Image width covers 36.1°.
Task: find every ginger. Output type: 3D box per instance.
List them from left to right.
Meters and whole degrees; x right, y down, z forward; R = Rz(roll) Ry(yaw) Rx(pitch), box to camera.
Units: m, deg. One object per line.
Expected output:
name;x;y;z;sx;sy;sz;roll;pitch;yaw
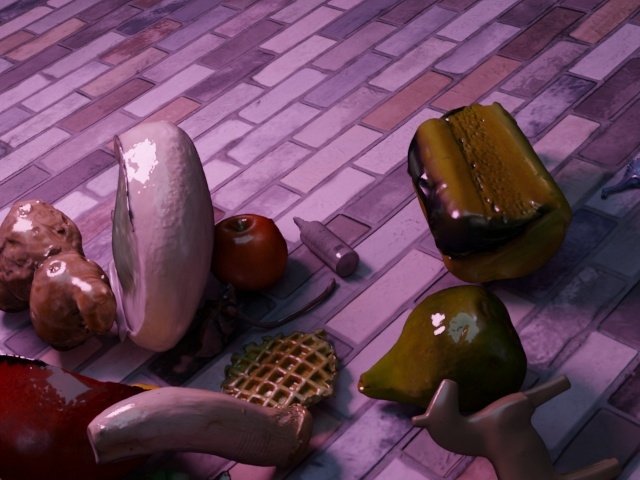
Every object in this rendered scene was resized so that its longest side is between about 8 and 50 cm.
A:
ginger;-0.500;0.080;1.844;0.176;0.256;0.375;-7;29;-45

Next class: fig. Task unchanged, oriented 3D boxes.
fig;0.185;0.198;1.566;0.275;0.206;0.206;-30;34;20

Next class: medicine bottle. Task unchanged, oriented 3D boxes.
medicine bottle;0.000;0.000;1.932;0.057;0.058;0.199;-30;41;-19

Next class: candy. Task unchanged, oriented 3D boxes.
candy;-0.295;-0.001;1.804;0.186;0.386;0.427;4;54;-18

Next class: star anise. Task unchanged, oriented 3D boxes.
star anise;-0.108;0.139;1.828;0.227;0.219;0.148;20;-3;-20

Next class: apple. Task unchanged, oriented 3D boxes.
apple;-0.143;0.020;1.883;0.163;0.139;0.163;-9;40;8

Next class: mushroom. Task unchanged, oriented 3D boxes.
mushroom;-0.174;0.286;1.477;0.351;0.123;0.095;8;12;-27

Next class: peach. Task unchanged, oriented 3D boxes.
peach;-0.396;0.305;1.558;0.361;0.258;0.201;8;76;10

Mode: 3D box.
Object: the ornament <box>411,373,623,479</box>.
ornament;0.275;0.285;1.415;0.244;0.061;0.230;-23;80;-8

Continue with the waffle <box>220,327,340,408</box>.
waffle;-0.070;0.232;1.673;0.214;0.054;0.208;-15;35;1

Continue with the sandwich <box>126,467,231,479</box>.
sandwich;-0.169;0.422;1.388;0.301;0.162;0.250;-7;43;11

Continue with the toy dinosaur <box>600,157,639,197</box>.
toy dinosaur;0.634;-0.132;1.921;0.197;0.045;0.080;-33;39;-9

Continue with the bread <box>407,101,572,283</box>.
bread;0.301;-0.080;1.822;0.251;0.208;0.377;-9;39;-6
